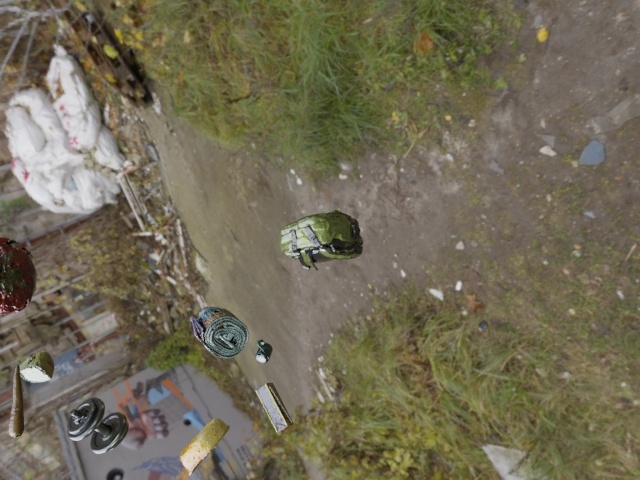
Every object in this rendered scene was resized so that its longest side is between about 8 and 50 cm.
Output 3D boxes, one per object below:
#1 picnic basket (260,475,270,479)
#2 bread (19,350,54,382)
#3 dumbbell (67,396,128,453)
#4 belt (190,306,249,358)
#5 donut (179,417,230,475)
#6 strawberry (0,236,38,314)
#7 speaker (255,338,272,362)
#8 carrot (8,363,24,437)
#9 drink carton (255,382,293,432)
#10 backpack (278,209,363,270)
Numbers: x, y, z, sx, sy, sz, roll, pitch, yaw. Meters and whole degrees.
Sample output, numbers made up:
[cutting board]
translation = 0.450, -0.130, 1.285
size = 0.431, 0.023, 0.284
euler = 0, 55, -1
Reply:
[picnic basket]
translation = -0.208, 1.045, 1.825
size = 0.194, 0.110, 0.055
euler = 62, 171, -15
[bread]
translation = -1.126, 0.504, 1.827
size = 0.156, 0.110, 0.103
euler = -10, 121, 24
[dumbbell]
translation = -0.992, 0.823, 2.017
size = 0.192, 0.192, 0.290
euler = 29, 159, 50
[belt]
translation = -0.486, 0.452, 2.239
size = 0.160, 0.207, 0.295
euler = 31, 160, 48
[donut]
translation = -0.380, 0.659, 1.472
size = 0.074, 0.174, 0.190
euler = 41, 119, 8
[strawberry]
translation = -1.120, 0.128, 1.548
size = 0.220, 0.274, 0.274
euler = -26, 91, 31
[speaker]
translation = -0.237, 0.460, 1.905
size = 0.060, 0.075, 0.095
euler = 8, 126, 8
[carrot]
translation = -1.086, 0.572, 1.622
size = 0.049, 0.049, 0.255
euler = 130, 132, -63
[drink carton]
translation = -0.161, 0.591, 1.612
size = 0.166, 0.056, 0.071
euler = 56, -173, 21
[backpack]
translation = 0.000, 0.000, 1.237
size = 0.253, 0.206, 0.140
euler = 10, -117, -66
